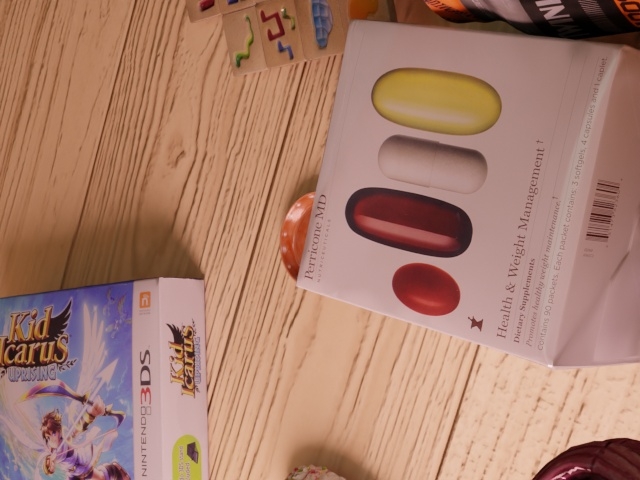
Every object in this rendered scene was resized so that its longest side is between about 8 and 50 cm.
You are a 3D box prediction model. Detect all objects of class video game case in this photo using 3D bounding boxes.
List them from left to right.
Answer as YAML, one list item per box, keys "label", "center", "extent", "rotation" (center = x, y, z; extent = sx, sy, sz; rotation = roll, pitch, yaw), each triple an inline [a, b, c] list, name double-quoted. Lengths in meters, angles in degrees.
- label: "video game case"
  center: [-0.221, 0.167, 1.075]
  extent: [0.270, 0.061, 0.244]
  rotation: [-8, 80, 40]

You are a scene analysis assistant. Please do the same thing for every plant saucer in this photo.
- label: "plant saucer"
  center: [0.000, 0.000, 0.931]
  extent: [0.084, 0.013, 0.083]
  rotation: [-5, 83, 41]

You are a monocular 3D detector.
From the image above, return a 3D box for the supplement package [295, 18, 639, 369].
- label: "supplement package"
  center: [0.121, -0.034, 0.743]
  extent: [0.203, 0.149, 0.194]
  rotation: [15, 96, 39]

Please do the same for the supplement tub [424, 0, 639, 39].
- label: "supplement tub"
  center: [0.211, -0.222, 0.639]
  extent: [0.316, 0.194, 0.193]
  rotation: [-2, 85, 36]

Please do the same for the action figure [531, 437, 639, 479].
- label: "action figure"
  center: [0.196, 0.133, 0.518]
  extent: [0.248, 0.370, 0.275]
  rotation: [4, 88, 40]

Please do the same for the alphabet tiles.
- label: "alphabet tiles"
  center: [-0.035, -0.288, 0.903]
  extent: [0.343, 0.011, 0.285]
  rotation: [0, 103, 54]

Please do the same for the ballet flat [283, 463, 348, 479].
- label: "ballet flat"
  center: [0.032, 0.258, 0.840]
  extent: [0.241, 0.077, 0.091]
  rotation: [40, 112, 36]
